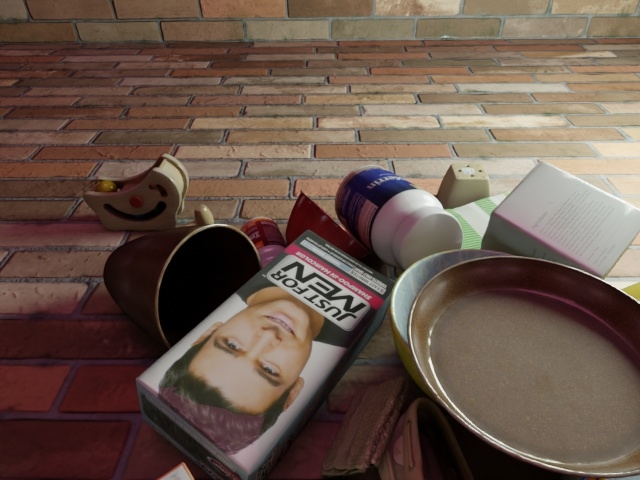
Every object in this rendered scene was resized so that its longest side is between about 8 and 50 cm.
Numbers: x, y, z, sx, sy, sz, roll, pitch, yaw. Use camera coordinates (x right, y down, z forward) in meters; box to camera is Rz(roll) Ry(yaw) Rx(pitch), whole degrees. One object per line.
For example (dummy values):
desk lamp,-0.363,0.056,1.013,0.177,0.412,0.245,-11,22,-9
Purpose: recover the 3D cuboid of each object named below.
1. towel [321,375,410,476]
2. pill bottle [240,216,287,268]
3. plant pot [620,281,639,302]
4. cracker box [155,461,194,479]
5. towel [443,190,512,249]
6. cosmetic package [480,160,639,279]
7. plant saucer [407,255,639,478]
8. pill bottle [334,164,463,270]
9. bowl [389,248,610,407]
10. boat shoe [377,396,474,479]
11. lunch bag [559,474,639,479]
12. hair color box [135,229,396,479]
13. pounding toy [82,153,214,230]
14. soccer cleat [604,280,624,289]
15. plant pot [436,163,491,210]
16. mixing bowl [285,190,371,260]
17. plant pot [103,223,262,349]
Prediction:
towel,0.059,0.245,0.643,0.027,0.110,0.148,46,47,-6
pill bottle,-0.104,0.026,0.942,0.086,0.086,0.152,-12,38,-14
plant pot,0.516,0.141,0.665,0.238,0.254,0.254,-12,36,9
cracker box,-0.091,0.351,0.455,0.067,0.156,0.232,-25,44,-30
towel,0.351,-0.010,0.970,0.324,0.038,0.248,-16,34,-5
cosmetic package,0.385,0.000,0.796,0.151,0.151,0.183,-41,61,-20
plant saucer,0.255,0.133,0.566,0.310,0.050,0.311,0,37,0
pill bottle,0.143,-0.040,0.935,0.153,0.153,0.265,-14,28,-17
bowl,0.239,0.159,0.701,0.289,0.156,0.290,-1,37,1
boat shoe,0.143,0.313,0.524,0.109,0.098,0.302,15,29,-20
lunch bag,0.429,0.315,0.530,0.303,0.115,0.243,15,38,22
hair color box,-0.058,0.156,0.718,0.185,0.114,0.374,31,46,17
pounding toy,-0.371,-0.083,1.036,0.269,0.154,0.155,0,37,2
soccer cleat,0.441,0.103,0.852,0.196,0.068,0.076,16,44,32
plant pot,0.336,-0.118,1.117,0.109,0.096,0.109,1,37,2
mixing bowl,0.000,0.000,0.935,0.098,0.181,0.181,-49,47,4
plant pot,-0.253,0.070,0.818,0.230,0.216,0.215,7,35,36
